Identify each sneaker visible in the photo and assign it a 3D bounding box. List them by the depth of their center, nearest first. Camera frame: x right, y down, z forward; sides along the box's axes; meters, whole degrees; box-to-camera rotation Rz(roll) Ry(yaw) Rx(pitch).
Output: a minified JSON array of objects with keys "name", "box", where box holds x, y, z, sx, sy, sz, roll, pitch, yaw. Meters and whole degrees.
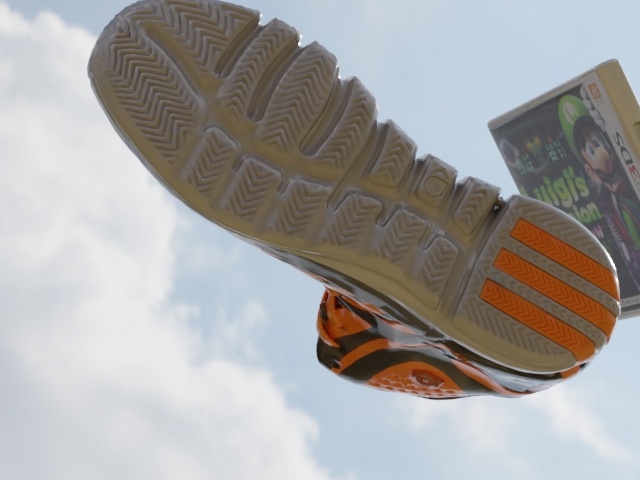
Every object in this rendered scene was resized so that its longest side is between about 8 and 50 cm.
[{"name":"sneaker","box":[0.000,0.000,1.001,0.321,0.124,0.180,35,-25,1]}]

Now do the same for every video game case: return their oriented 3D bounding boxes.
[{"name":"video game case","box":[0.196,-0.027,1.245,0.022,0.190,0.173,-26,-90,-19]}]
